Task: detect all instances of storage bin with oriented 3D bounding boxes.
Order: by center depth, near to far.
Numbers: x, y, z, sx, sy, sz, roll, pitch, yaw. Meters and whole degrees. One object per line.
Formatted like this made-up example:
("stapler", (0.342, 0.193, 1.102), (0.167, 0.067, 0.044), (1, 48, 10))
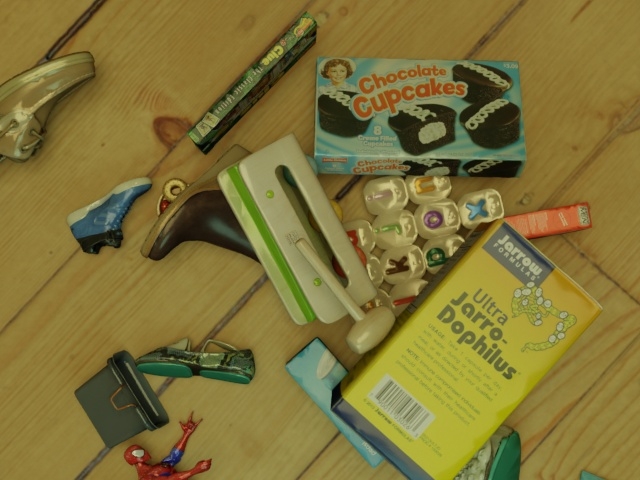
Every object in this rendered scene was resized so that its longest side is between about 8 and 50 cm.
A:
("storage bin", (-0.315, 0.255, 1.725), (0.091, 0.098, 0.135), (-34, 86, 8))

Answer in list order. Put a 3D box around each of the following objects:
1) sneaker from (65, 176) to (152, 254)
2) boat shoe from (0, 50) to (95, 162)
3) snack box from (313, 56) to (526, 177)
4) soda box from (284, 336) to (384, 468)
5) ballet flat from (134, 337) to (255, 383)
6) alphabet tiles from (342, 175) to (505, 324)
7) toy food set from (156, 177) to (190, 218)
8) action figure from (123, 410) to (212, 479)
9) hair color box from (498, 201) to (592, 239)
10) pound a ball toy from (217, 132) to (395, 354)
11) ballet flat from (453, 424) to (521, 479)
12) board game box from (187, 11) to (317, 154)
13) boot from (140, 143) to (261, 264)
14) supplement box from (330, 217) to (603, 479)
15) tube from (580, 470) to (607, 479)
("sneaker", (-0.319, -0.034, 1.753), (0.152, 0.058, 0.084), (-29, 81, 2))
("boat shoe", (-0.481, -0.174, 1.740), (0.341, 0.121, 0.110), (-33, 92, 8))
("snack box", (0.151, -0.193, 1.732), (0.322, 0.060, 0.187), (1, 62, 0))
("soda box", (0.038, 0.251, 1.734), (0.071, 0.067, 0.210), (-42, 88, -2))
("ballet flat", (-0.195, 0.185, 1.747), (0.188, 0.070, 0.070), (8, 87, -2))
("alphabet tiles", (0.164, 0.029, 1.743), (0.278, 0.021, 0.284), (-14, 87, 14))
("toy food set", (-0.221, -0.053, 1.775), (0.083, 0.020, 0.083), (23, 86, 1))
("action figure", (-0.168, 0.377, 1.716), (0.280, 0.091, 0.139), (33, 93, 1))
("hair color box", (0.348, -0.026, 1.749), (0.141, 0.072, 0.043), (-11, 88, 0))
("pound a ball toy", (0.000, 0.000, 1.629), (0.136, 0.208, 0.319), (-31, 96, -21))
("ballet flat", (0.209, 0.479, 1.696), (0.147, 0.147, 0.408), (9, 86, 0))
("board game box", (-0.103, -0.241, 1.730), (0.030, 0.136, 0.259), (44, 88, -1))
("boot", (-0.131, -0.009, 1.723), (0.207, 0.090, 0.248), (44, 73, 0))
("supplement box", (0.201, 0.162, 1.601), (0.195, 0.194, 0.356), (41, 91, 1))
("tube", (0.417, 0.472, 1.734), (0.080, 0.052, 0.207), (20, 81, -4))
